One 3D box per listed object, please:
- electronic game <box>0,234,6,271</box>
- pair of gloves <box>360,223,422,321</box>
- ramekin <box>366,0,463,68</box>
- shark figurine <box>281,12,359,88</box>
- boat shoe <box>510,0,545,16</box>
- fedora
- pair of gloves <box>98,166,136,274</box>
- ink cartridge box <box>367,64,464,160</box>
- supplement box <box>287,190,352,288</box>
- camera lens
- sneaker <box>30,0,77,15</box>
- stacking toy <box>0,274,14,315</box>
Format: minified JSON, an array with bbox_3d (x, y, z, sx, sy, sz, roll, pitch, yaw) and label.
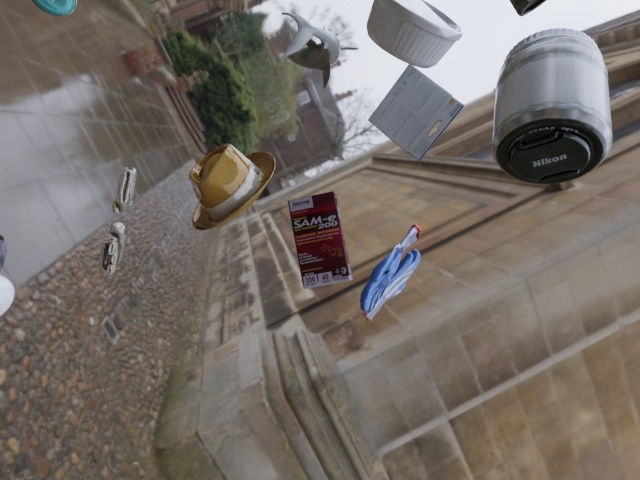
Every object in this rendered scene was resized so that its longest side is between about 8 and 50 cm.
[{"bbox_3d":[-0.938,0.088,1.336,0.048,0.229,0.229,30,21,-43],"label":"electronic game"},{"bbox_3d":[0.120,0.063,0.807,0.023,0.159,0.198,35,-12,23],"label":"pair of gloves"},{"bbox_3d":[0.256,-0.601,1.374,0.127,0.273,0.272,-60,-136,36],"label":"ramekin"},{"bbox_3d":[0.001,-0.392,1.044,0.278,0.167,0.116,-92,-173,-82],"label":"shark figurine"},{"bbox_3d":[0.322,-0.343,0.554,0.078,0.219,0.070,-12,79,-56],"label":"boat shoe"},{"bbox_3d":[-0.167,-0.105,0.821,0.079,0.194,0.194,49,4,-32],"label":"fedora"},{"bbox_3d":[-0.446,-0.045,1.061,0.204,0.042,0.239,-147,-111,-70],"label":"pair of gloves"},{"bbox_3d":[0.304,-0.406,1.547,0.224,0.223,0.045,42,21,10],"label":"ink cartridge box"},{"bbox_3d":[0.000,0.000,1.291,0.073,0.130,0.239,26,53,-81],"label":"supplement box"},{"bbox_3d":[0.481,-0.274,1.017,0.219,0.220,0.274,72,28,-59],"label":"camera lens"},{"bbox_3d":[-0.472,-0.511,0.798,0.110,0.107,0.275,48,-33,38],"label":"sneaker"},{"bbox_3d":[-0.833,0.171,0.933,0.480,0.351,0.350,-26,90,-57],"label":"stacking toy"}]
